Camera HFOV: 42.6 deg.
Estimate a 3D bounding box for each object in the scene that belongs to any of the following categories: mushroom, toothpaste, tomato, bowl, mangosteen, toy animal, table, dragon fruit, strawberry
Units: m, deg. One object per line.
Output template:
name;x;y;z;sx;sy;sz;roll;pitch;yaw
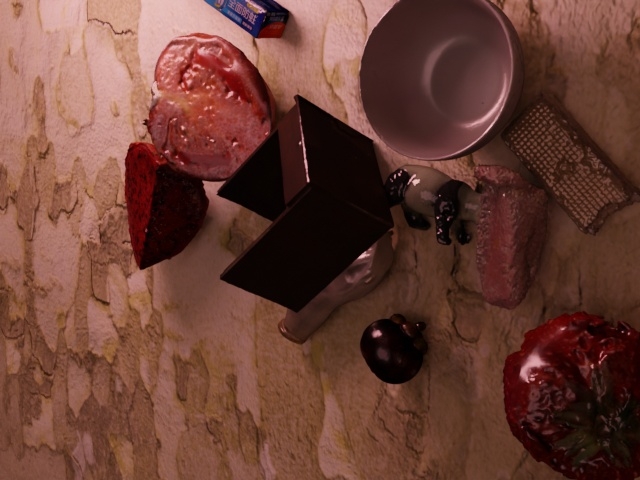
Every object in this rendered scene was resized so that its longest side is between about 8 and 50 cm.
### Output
mushroom;0.025;0.095;1.650;0.351;0.097;0.109;-42;71;38
toothpaste;-0.204;-0.522;1.705;0.320;0.076;0.066;39;123;25
tomato;-0.203;-0.271;1.695;0.309;0.170;0.308;2;98;18
bowl;0.220;-0.275;1.387;0.287;0.144;0.286;3;95;35
mangosteen;0.147;0.202;1.568;0.140;0.140;0.140;8;104;35
toy animal;0.216;-0.063;1.480;0.225;0.094;0.121;23;103;32
table;-0.044;-0.064;1.527;0.282;0.196;0.250;-43;37;31
dragon fruit;-0.352;-0.115;1.866;0.205;0.152;0.317;56;142;36
strawberry;0.419;0.244;1.321;0.274;0.220;0.274;0;93;0

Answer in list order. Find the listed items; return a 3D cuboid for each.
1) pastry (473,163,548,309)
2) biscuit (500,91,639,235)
pastry;0.321;-0.016;1.378;0.103;0.112;0.265;27;135;46
biscuit;0.407;-0.125;1.339;0.239;0.062;0.108;53;124;16
